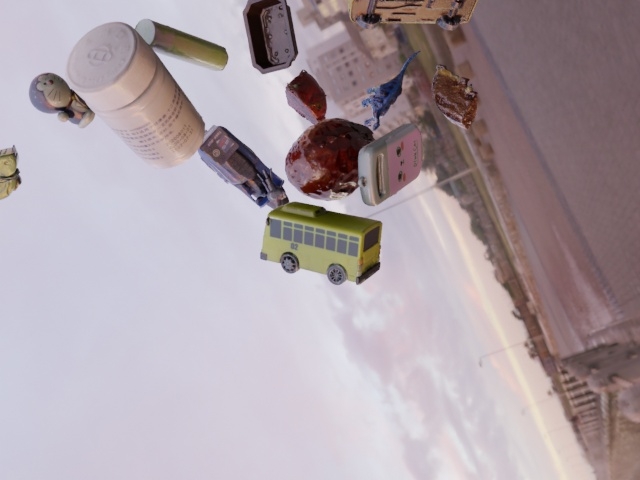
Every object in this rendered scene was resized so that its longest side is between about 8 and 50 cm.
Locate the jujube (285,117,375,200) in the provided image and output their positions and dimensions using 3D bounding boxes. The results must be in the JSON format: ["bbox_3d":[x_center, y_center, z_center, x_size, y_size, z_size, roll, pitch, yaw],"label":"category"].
[{"bbox_3d":[0.037,-0.200,1.518,0.290,0.197,0.197,-29,-84,-49],"label":"jujube"}]

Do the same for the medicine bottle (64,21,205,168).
[{"bbox_3d":[-0.418,-0.325,1.425,0.332,0.190,0.190,59,-166,-62],"label":"medicine bottle"}]

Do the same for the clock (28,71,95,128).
[{"bbox_3d":[-0.982,-0.532,2.344,0.243,0.146,0.199,28,-134,-40],"label":"clock"}]

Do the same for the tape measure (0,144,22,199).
[{"bbox_3d":[-0.990,-0.195,1.856,0.087,0.177,0.154,-116,16,-56],"label":"tape measure"}]

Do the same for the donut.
[{"bbox_3d":[0.434,-0.463,2.021,0.186,0.144,0.126,36,180,29],"label":"donut"}]

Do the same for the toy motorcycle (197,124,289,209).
[{"bbox_3d":[-0.210,-0.192,1.789,0.358,0.125,0.212,41,180,-28],"label":"toy motorcycle"}]

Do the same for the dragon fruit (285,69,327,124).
[{"bbox_3d":[-0.025,-0.461,1.992,0.161,0.120,0.127,42,170,7],"label":"dragon fruit"}]

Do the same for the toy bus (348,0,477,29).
[{"bbox_3d":[0.228,-0.631,1.547,0.145,0.331,0.151,108,155,-57],"label":"toy bus"}]

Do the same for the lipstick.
[{"bbox_3d":[-0.349,-0.498,1.588,0.304,0.076,0.076,-9,-105,-63],"label":"lipstick"}]

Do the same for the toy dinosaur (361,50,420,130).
[{"bbox_3d":[0.180,-0.413,1.778,0.076,0.144,0.329,41,-119,-19],"label":"toy dinosaur"}]

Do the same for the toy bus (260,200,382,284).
[{"bbox_3d":[0.000,0.000,1.406,0.128,0.262,0.150,-29,-52,-58],"label":"toy bus"}]

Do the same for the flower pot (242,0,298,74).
[{"bbox_3d":[-0.155,-0.699,2.089,0.084,0.179,0.251,-24,-74,-57],"label":"flower pot"}]

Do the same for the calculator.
[{"bbox_3d":[0.156,-0.171,1.380,0.246,0.045,0.141,-33,-53,-43],"label":"calculator"}]
